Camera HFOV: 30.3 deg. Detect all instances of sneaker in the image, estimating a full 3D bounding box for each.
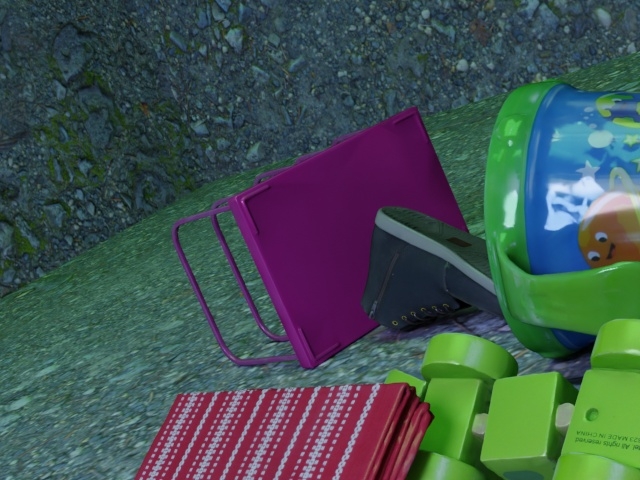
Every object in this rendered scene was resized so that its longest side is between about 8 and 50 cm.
[{"bbox_3d":[0.135,0.057,1.214,0.083,0.118,0.222,-6,27,-41],"label":"sneaker"}]

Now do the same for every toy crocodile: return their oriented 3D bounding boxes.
[{"bbox_3d":[0.151,0.126,0.759,0.340,0.105,0.115,-8,54,45],"label":"toy crocodile"}]

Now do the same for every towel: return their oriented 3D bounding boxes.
[{"bbox_3d":[-0.055,0.189,0.812,0.275,0.031,0.199,-10,46,49],"label":"towel"}]

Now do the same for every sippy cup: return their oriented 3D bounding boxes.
[{"bbox_3d":[0.279,-0.023,0.958,0.224,0.240,0.305,-3,58,30],"label":"sippy cup"}]

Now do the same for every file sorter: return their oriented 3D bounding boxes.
[{"bbox_3d":[0.000,0.000,1.400,0.291,0.202,0.182,-29,10,-36],"label":"file sorter"}]
